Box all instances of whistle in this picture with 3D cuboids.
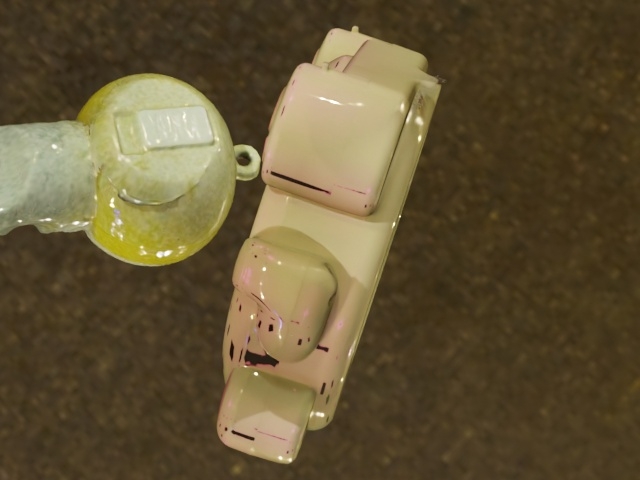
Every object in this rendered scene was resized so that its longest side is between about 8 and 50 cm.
[{"bbox_3d":[-0.145,-0.036,1.132,0.223,0.123,0.123,-7,127,-18],"label":"whistle"}]

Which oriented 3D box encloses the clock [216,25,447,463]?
[{"bbox_3d":[0.000,0.000,1.446,0.114,0.284,0.309,17,105,1],"label":"clock"}]
